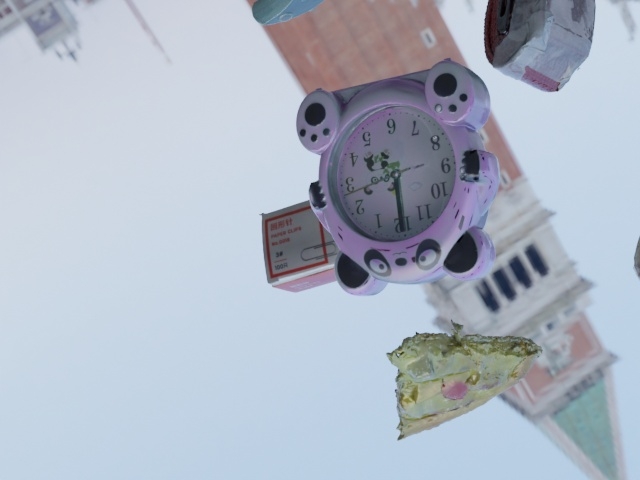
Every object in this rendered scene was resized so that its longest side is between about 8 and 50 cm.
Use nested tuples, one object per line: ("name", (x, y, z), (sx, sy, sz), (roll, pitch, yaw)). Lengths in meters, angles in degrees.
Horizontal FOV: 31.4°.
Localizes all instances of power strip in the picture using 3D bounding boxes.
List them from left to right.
("power strip", (-0.039, -0.448, 1.935), (0.167, 0.054, 0.253), (-18, 163, -7))

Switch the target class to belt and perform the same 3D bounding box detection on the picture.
("belt", (0.300, -0.316, 1.598), (0.128, 0.124, 0.201), (-16, -121, 53))

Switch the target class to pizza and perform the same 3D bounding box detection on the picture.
("pizza", (0.184, 0.219, 1.790), (0.280, 0.287, 0.075), (-37, -125, 19))

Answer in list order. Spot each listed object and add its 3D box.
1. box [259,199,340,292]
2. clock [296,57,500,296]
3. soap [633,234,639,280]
("box", (0.000, 0.000, 1.851), (0.182, 0.099, 0.133), (-15, -107, 25))
("clock", (0.094, -0.068, 1.308), (0.227, 0.248, 0.090), (-10, 173, 25))
("soap", (0.675, -0.015, 1.886), (0.156, 0.335, 0.294), (22, -91, 39))
